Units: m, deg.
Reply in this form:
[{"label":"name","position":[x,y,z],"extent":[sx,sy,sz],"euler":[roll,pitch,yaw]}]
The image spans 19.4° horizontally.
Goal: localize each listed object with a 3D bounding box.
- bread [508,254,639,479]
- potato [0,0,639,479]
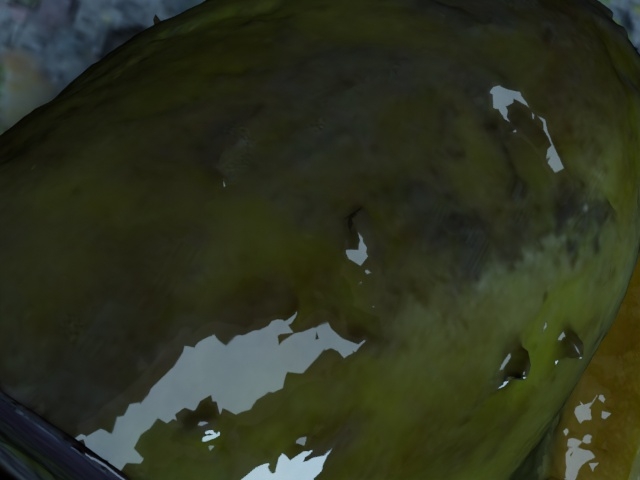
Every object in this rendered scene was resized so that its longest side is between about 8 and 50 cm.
[{"label":"bread","position":[0.164,0.105,0.781],"extent":[0.239,0.111,0.246],"euler":[28,72,-22]},{"label":"potato","position":[0.000,0.000,0.655],"extent":[0.229,0.229,0.266],"euler":[46,69,-15]}]
